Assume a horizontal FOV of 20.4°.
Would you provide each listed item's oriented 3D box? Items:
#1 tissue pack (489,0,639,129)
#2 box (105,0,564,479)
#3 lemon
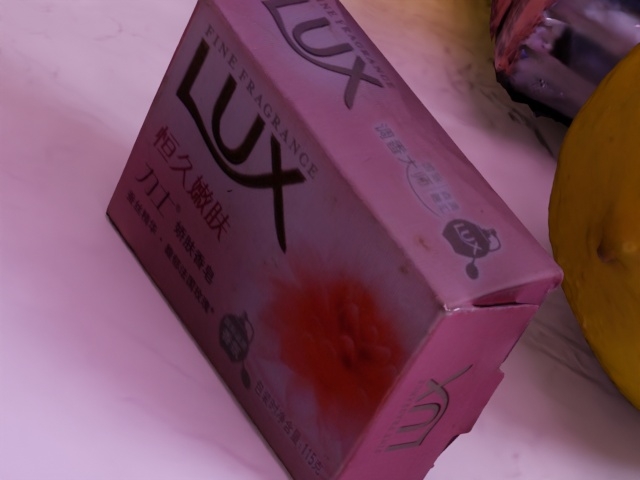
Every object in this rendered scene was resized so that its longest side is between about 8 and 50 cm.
[{"bbox_3d":[0.198,-0.152,0.880,0.245,0.123,0.332,23,39,-14],"label":"tissue pack"},{"bbox_3d":[0.000,0.000,0.598,0.060,0.111,0.156,-14,55,-41],"label":"box"},{"bbox_3d":[0.182,-0.006,0.669,0.203,0.178,0.178,-3,50,-38],"label":"lemon"}]
